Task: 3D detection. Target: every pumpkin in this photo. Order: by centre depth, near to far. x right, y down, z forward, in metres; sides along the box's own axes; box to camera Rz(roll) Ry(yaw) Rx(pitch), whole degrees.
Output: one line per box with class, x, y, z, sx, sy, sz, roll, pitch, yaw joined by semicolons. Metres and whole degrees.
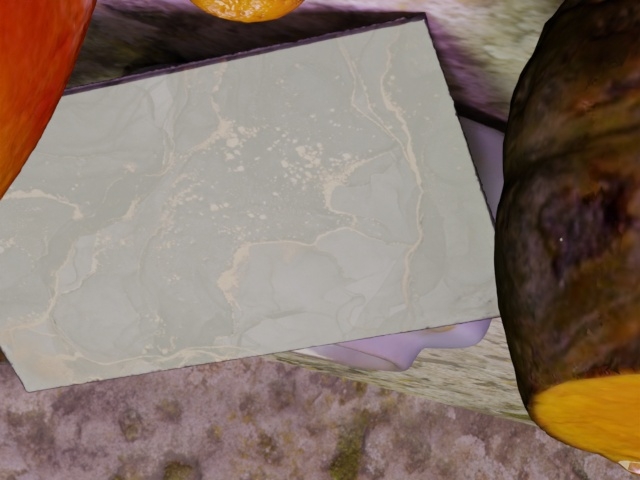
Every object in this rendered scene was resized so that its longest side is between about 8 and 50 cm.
pumpkin;0.217;-0.002;0.804;0.256;0.225;0.303;-3;156;42

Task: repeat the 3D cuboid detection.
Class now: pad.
pad;-0.076;-0.008;1.002;0.368;0.007;0.247;-9;130;16

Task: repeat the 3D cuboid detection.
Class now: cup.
cup;0.000;0.000;1.166;0.347;0.163;0.347;14;171;2

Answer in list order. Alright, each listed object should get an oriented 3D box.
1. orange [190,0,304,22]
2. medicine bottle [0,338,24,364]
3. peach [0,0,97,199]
orange;-0.035;-0.141;0.726;0.083;0.070;0.083;11;157;5
medicine bottle;-0.291;-0.023;1.232;0.151;0.151;0.322;19;-175;-31
peach;-0.210;-0.090;0.583;0.242;0.380;0.306;12;144;10
